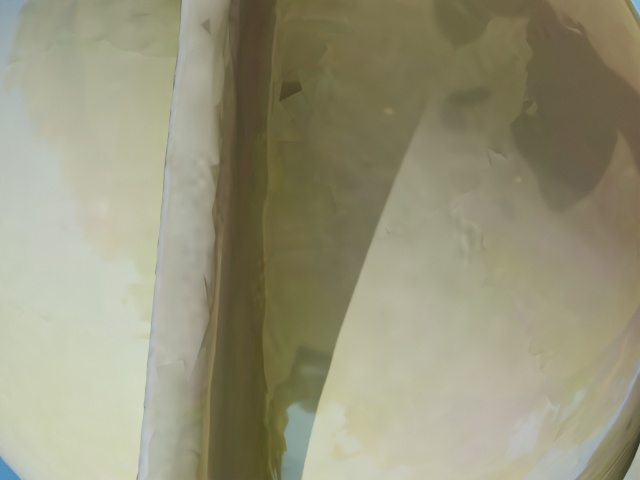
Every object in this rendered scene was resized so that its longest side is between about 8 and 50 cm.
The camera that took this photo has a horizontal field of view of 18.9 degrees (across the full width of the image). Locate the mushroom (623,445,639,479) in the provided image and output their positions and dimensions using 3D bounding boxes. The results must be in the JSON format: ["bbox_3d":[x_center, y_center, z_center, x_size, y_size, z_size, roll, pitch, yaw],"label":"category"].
[{"bbox_3d":[0.322,0.070,0.918,0.314,0.336,0.314,15,-111,-45],"label":"mushroom"}]

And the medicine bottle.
[{"bbox_3d":[0.000,0.000,0.621,0.236,0.235,0.406,52,178,14],"label":"medicine bottle"}]
